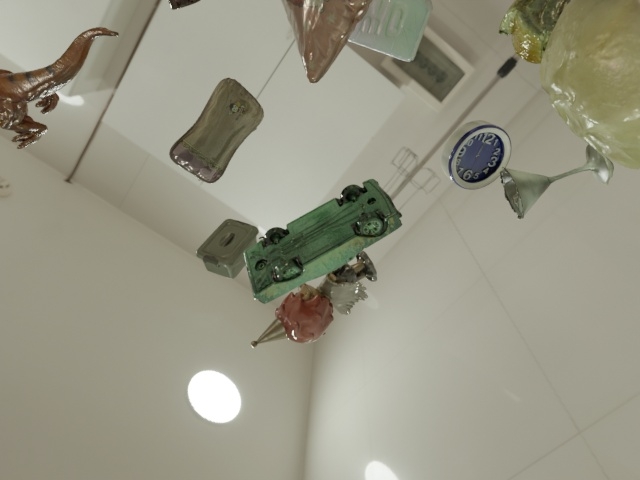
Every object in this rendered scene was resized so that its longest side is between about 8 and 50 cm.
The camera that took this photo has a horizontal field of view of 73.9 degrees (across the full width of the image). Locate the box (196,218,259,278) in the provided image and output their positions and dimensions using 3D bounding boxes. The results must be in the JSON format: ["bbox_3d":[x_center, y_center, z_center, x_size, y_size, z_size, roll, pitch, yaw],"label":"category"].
[{"bbox_3d":[-0.261,0.029,1.233,0.124,0.092,0.172,17,-132,20],"label":"box"}]

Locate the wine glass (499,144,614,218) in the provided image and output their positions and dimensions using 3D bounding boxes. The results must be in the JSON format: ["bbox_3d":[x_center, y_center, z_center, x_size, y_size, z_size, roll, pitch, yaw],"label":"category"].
[{"bbox_3d":[0.476,-0.127,0.865,0.122,0.183,0.122,-21,-90,-75],"label":"wine glass"}]

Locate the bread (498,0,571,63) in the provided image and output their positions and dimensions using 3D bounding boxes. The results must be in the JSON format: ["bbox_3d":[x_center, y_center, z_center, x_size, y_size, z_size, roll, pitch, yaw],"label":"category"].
[{"bbox_3d":[0.601,-0.605,1.112,0.186,0.257,0.124,33,173,11],"label":"bread"}]

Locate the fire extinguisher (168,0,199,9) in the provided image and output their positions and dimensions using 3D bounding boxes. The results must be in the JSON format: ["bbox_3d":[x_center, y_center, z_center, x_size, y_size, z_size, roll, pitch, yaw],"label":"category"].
[{"bbox_3d":[-0.319,-0.615,0.882,0.099,0.071,0.231,-62,-37,-48],"label":"fire extinguisher"}]

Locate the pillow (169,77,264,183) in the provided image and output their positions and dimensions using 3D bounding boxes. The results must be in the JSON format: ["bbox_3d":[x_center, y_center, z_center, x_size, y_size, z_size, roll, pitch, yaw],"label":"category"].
[{"bbox_3d":[-0.230,-0.243,0.966,0.131,0.232,0.038,37,-178,-31],"label":"pillow"}]

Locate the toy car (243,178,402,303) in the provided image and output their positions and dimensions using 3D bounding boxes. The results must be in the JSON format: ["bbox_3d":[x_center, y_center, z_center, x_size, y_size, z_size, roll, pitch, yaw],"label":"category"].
[{"bbox_3d":[0.000,0.000,0.853,0.097,0.321,0.141,57,-175,-43],"label":"toy car"}]

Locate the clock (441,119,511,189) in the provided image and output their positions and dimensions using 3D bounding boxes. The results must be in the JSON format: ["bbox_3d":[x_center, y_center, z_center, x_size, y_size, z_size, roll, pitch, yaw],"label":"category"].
[{"bbox_3d":[0.535,-0.293,1.468,0.231,0.230,0.083,28,-161,-28],"label":"clock"}]

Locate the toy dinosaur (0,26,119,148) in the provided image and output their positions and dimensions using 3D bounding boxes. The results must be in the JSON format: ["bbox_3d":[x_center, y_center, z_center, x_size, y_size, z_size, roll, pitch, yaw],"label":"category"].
[{"bbox_3d":[-0.526,-0.256,0.743,0.208,0.433,0.097,102,144,-84],"label":"toy dinosaur"}]

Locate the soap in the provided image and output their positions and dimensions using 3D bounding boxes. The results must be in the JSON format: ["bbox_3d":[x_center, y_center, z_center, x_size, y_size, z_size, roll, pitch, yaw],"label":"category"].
[{"bbox_3d":[0.202,-0.796,1.511,0.347,0.208,0.115,25,-148,10],"label":"soap"}]

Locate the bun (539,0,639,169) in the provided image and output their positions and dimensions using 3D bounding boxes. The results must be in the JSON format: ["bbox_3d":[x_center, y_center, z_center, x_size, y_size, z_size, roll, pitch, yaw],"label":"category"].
[{"bbox_3d":[0.493,-0.225,0.643,0.365,0.202,0.364,18,-143,-14],"label":"bun"}]

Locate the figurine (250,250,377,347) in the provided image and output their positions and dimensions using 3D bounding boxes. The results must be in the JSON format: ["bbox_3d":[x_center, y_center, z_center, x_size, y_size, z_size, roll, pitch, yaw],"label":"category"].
[{"bbox_3d":[-0.017,0.173,1.157,0.166,0.387,0.207,49,168,31],"label":"figurine"}]

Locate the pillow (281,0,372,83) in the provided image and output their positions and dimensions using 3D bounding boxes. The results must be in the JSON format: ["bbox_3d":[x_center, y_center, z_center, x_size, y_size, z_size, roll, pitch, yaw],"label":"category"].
[{"bbox_3d":[0.012,-0.382,0.597,0.084,0.236,0.223,-2,-121,-34],"label":"pillow"}]
